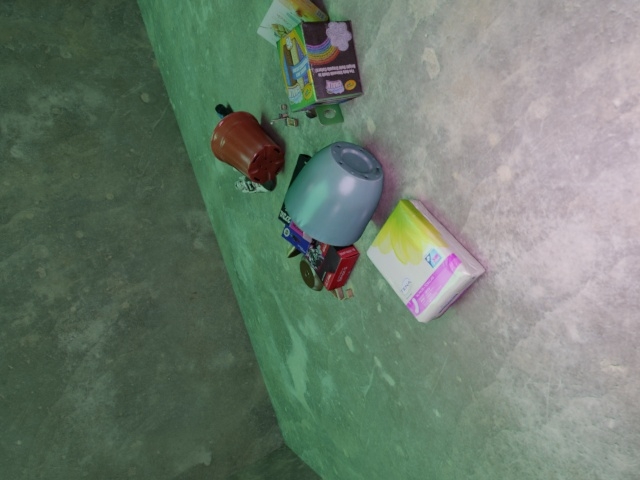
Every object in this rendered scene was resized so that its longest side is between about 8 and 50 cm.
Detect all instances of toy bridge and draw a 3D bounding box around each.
[{"bbox_3d":[0.084,0.230,1.784,0.188,0.026,0.063,8,117,60],"label":"toy bridge"}]

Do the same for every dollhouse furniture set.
[{"bbox_3d":[-0.156,-0.509,1.694,0.114,0.081,0.091,33,135,51],"label":"dollhouse furniture set"}]

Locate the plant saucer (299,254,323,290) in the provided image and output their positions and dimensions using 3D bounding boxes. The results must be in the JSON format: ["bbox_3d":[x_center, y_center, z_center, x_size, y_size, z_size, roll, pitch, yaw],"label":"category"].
[{"bbox_3d":[-0.052,0.159,1.984,0.198,0.036,0.198,42,142,45],"label":"plant saucer"}]

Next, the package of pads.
[{"bbox_3d":[0.282,0.059,1.170,0.296,0.101,0.229,55,134,30],"label":"package of pads"}]

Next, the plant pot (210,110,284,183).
[{"bbox_3d":[-0.321,-0.416,1.898,0.265,0.272,0.272,43,143,30],"label":"plant pot"}]

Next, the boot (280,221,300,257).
[{"bbox_3d":[-0.142,-0.025,1.989,0.165,0.077,0.213,59,146,22],"label":"boot"}]

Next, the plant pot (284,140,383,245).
[{"bbox_3d":[0.062,-0.169,1.302,0.293,0.293,0.235,57,136,26],"label":"plant pot"}]

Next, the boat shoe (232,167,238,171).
[{"bbox_3d":[-0.393,-0.469,2.157,0.320,0.103,0.118,119,172,-52],"label":"boat shoe"}]

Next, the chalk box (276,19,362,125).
[{"bbox_3d":[0.002,-0.510,1.290,0.179,0.180,0.288,12,116,59],"label":"chalk box"}]

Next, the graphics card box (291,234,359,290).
[{"bbox_3d":[0.000,0.000,1.718,0.371,0.094,0.232,57,148,28],"label":"graphics card box"}]

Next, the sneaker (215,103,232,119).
[{"bbox_3d":[-0.507,-0.675,2.283,0.209,0.069,0.082,49,180,21],"label":"sneaker"}]

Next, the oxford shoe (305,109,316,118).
[{"bbox_3d":[-0.022,-0.556,1.437,0.096,0.083,0.227,-5,105,46],"label":"oxford shoe"}]

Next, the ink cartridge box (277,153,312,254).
[{"bbox_3d":[-0.070,-0.140,1.632,0.176,0.069,0.370,37,117,37],"label":"ink cartridge box"}]

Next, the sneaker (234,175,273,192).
[{"bbox_3d":[-0.354,-0.297,2.140,0.331,0.146,0.122,-1,105,61],"label":"sneaker"}]

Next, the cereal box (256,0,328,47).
[{"bbox_3d":[-0.099,-0.726,1.378,0.173,0.047,0.240,31,161,-19],"label":"cereal box"}]
